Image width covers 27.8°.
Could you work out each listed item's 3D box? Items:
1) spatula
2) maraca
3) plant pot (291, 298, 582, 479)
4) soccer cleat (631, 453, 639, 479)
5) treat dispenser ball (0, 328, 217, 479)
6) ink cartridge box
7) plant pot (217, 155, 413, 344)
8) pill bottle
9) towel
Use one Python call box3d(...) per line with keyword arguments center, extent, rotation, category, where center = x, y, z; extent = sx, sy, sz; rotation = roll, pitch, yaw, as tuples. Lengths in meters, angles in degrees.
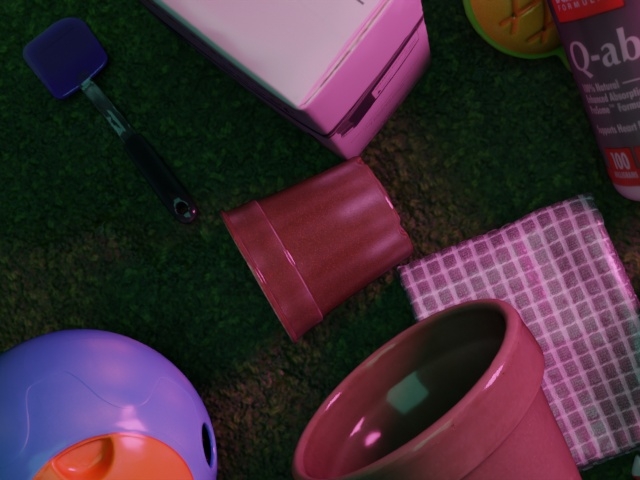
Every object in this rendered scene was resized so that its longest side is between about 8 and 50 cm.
box3d(center=(-0.234, -0.137, 1.494), extent=(0.084, 0.030, 0.296), rotation=(-39, 83, 1), category="spatula")
box3d(center=(0.240, -0.256, 1.411), extent=(0.186, 0.099, 0.127), rotation=(20, 92, -18), category="maraca")
box3d(center=(0.142, 0.221, 1.239), extent=(0.263, 0.263, 0.229), rotation=(-39, 104, 4), category="plant pot")
box3d(center=(0.379, 0.248, 1.394), extent=(0.083, 0.029, 0.035), rotation=(1, 91, 12), category="soccer cleat")
box3d(center=(-0.252, 0.236, 1.345), extent=(0.288, 0.288, 0.288), rotation=(0, 87, 7), category="treat dispenser ball")
box3d(center=(-0.052, -0.241, 1.294), extent=(0.285, 0.395, 0.166), rotation=(38, 91, 8), category="ink cartridge box")
box3d(center=(0.000, 0.000, 1.399), extent=(0.165, 0.167, 0.167), rotation=(-30, 83, -4), category="plant pot")
box3d(center=(0.339, -0.239, 1.294), extent=(0.210, 0.210, 0.363), rotation=(-22, 101, 6), category="pill bottle")
box3d(center=(0.237, 0.116, 1.374), extent=(0.235, 0.121, 0.283), rotation=(-23, 84, 6), category="towel")
